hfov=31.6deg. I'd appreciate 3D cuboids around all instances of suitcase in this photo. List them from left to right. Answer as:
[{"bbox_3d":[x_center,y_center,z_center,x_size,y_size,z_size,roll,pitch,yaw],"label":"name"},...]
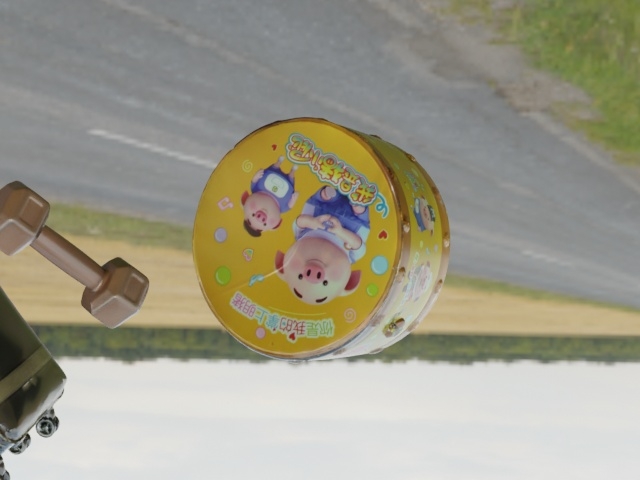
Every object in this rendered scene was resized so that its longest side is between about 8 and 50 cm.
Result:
[{"bbox_3d":[-0.562,0.156,1.681,0.194,0.434,0.283,-32,-173,13],"label":"suitcase"}]

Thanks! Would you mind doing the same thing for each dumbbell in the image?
[{"bbox_3d":[-0.317,0.021,1.412,0.082,0.092,0.231,-11,139,42],"label":"dumbbell"}]

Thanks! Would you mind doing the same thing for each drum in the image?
[{"bbox_3d":[0.000,0.000,1.973,0.431,0.431,0.214,-1,175,30],"label":"drum"}]

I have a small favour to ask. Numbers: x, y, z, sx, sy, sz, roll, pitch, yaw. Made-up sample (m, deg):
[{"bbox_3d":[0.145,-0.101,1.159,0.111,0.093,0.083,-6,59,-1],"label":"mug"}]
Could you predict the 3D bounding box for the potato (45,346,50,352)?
[{"bbox_3d":[-0.554,0.213,2.165,0.092,0.045,0.046,22,-153,6],"label":"potato"}]
